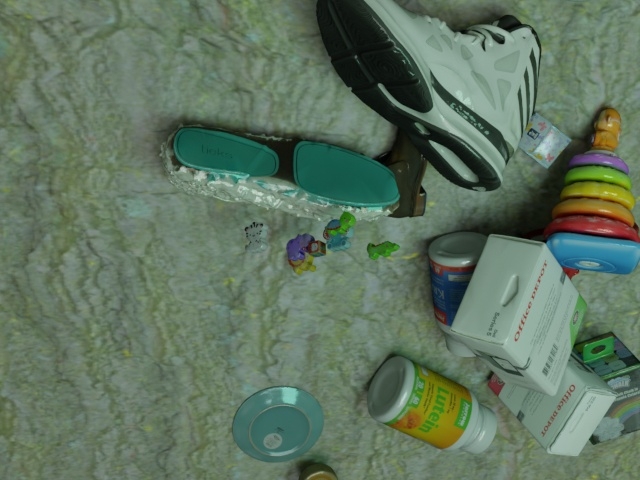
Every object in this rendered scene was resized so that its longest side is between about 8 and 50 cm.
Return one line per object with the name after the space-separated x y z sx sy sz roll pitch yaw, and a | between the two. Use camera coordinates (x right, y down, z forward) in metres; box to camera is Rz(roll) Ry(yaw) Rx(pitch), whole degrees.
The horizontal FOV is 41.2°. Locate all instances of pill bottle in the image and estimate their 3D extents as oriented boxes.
0.274 0.105 1.614 0.124 0.124 0.221 -12 115 -6 | pill bottle
0.228 0.338 1.703 0.246 0.136 0.136 28 106 -21 | pill bottle

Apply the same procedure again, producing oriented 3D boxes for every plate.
-0.083 0.380 1.724 0.188 0.024 0.188 -5 115 -10 | plate

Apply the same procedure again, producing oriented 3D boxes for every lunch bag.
0.399 -0.183 1.548 0.083 0.053 0.071 37 102 -14 | lunch bag

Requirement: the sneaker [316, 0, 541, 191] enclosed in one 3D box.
0.194 -0.308 1.379 0.447 0.169 0.257 43 69 -31 | sneaker

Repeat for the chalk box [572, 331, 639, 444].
0.578 0.285 1.753 0.133 0.132 0.213 -18 115 -2 | chalk box

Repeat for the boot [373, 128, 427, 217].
0.128 -0.133 1.501 0.106 0.082 0.219 -10 117 -10 | boot

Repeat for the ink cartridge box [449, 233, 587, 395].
0.366 0.138 1.543 0.273 0.115 0.198 42 67 -47 | ink cartridge box

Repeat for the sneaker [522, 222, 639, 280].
0.504 0.027 1.659 0.221 0.087 0.128 -8 125 6 | sneaker

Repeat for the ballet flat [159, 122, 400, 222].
-0.072 -0.105 1.459 0.409 0.147 0.146 13 111 -10 | ballet flat

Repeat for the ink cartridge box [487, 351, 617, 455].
0.452 0.293 1.676 0.092 0.218 0.158 15 111 -29 | ink cartridge box

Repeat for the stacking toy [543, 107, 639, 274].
0.499 -0.100 1.529 0.166 0.175 0.301 8 78 14 | stacking toy

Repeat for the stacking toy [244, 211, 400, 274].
0.000 0.000 1.461 0.221 0.052 0.167 -12 158 29 | stacking toy

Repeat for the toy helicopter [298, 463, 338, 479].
0.060 0.608 1.797 0.235 0.140 0.354 -23 114 -2 | toy helicopter
